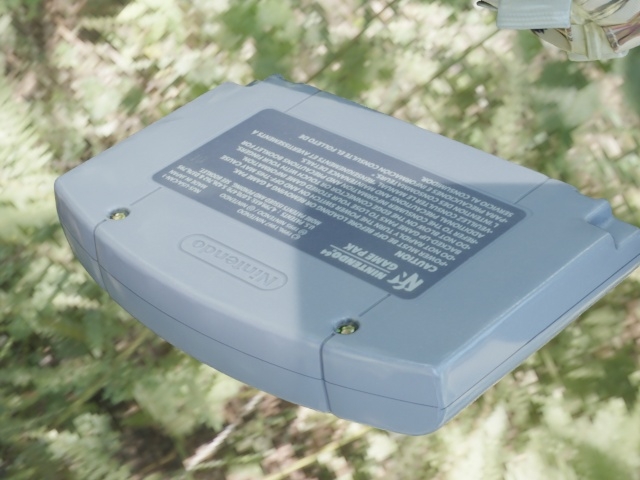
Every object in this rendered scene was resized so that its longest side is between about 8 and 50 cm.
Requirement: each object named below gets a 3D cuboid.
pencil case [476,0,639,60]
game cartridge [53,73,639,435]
[{"bbox_3d":[0.156,-0.209,1.110,0.159,0.410,0.184,10,94,16],"label":"pencil case"},{"bbox_3d":[0.000,0.000,0.954,0.198,0.297,0.062,-37,134,-31],"label":"game cartridge"}]
